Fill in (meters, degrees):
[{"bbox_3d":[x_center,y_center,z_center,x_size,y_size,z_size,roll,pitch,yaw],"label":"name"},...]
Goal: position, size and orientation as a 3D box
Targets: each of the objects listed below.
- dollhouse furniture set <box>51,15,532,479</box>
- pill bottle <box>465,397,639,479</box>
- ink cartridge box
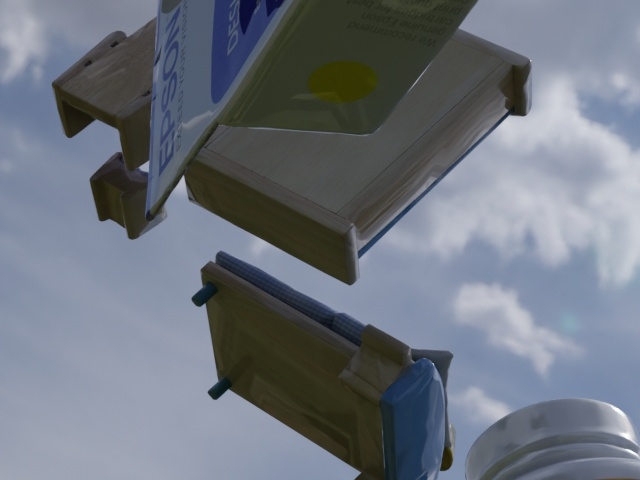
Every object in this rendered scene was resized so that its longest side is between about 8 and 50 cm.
[{"bbox_3d":[0.000,0.000,1.219,0.286,0.198,0.303,28,-36,30],"label":"dollhouse furniture set"},{"bbox_3d":[0.121,0.175,0.717,0.117,0.215,0.117,-6,-44,-5],"label":"pill bottle"},{"bbox_3d":[0.024,-0.200,0.583,0.072,0.304,0.307,12,-33,-18],"label":"ink cartridge box"}]
